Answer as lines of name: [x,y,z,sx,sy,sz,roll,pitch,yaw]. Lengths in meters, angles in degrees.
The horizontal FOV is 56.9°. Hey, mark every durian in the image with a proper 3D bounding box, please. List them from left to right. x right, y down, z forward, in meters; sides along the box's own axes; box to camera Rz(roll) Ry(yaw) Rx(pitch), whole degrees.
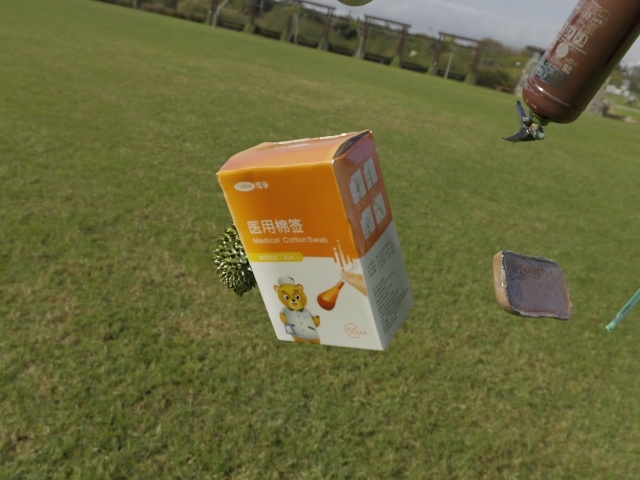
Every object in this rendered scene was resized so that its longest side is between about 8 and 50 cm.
durian: [-0.150,0.012,1.267,0.137,0.220,0.095,38,1,-9]

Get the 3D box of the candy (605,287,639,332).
candy: [0.925,0.115,1.651,0.440,0.119,0.119,-40,46,-21]

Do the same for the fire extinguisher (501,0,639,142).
fire extinguisher: [0.391,-0.279,0.918,0.102,0.344,0.138,15,38,-16]

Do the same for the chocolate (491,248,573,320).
chocolate: [0.494,0.118,1.421,0.262,0.160,0.083,13,-24,-34]

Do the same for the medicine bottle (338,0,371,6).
medicine bottle: [0.060,-0.513,1.059,0.139,0.139,0.225,15,7,4]

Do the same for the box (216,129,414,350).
box: [0.000,0.000,0.981,0.225,0.341,0.143,-1,29,33]
